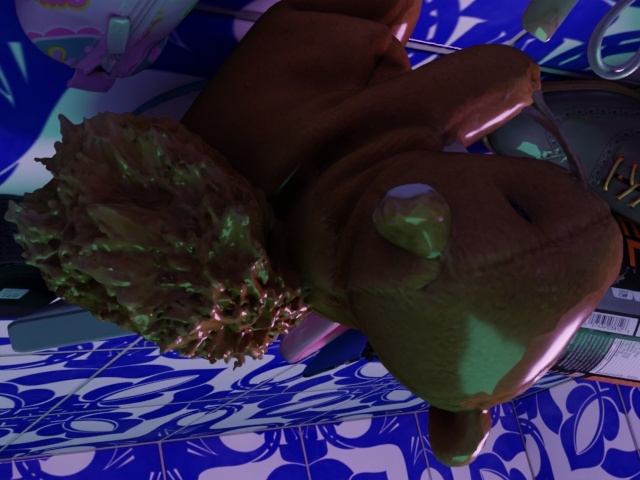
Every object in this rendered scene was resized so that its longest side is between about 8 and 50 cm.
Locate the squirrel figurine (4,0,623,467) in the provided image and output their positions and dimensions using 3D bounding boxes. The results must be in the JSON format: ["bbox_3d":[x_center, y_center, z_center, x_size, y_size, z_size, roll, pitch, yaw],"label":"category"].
[{"bbox_3d":[0.000,0.000,0.652,0.396,0.370,0.281,-14,120,-10],"label":"squirrel figurine"}]

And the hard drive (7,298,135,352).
[{"bbox_3d":[-0.217,0.066,1.142,0.203,0.040,0.307,-11,-174,13],"label":"hard drive"}]

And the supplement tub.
[{"bbox_3d":[0.330,0.063,1.091,0.337,0.207,0.207,10,155,-14],"label":"supplement tub"}]

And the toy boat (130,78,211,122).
[{"bbox_3d":[-0.107,-0.058,0.948,0.267,0.148,0.318,-11,149,-17],"label":"toy boat"}]

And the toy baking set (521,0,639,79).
[{"bbox_3d":[0.292,-0.219,0.714,0.256,0.030,0.197,2,115,-3],"label":"toy baking set"}]

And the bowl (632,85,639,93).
[{"bbox_3d":[0.479,-0.092,1.183,0.289,0.156,0.289,-11,161,-4],"label":"bowl"}]

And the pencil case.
[{"bbox_3d":[-0.089,-0.206,0.559,0.124,0.124,0.284,4,154,-39],"label":"pencil case"}]

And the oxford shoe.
[{"bbox_3d":[0.354,-0.082,1.015,0.363,0.133,0.130,14,119,-3],"label":"oxford shoe"}]

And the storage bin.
[{"bbox_3d":[-0.364,0.024,1.083,0.122,0.084,0.180,6,153,-43],"label":"storage bin"}]

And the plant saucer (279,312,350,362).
[{"bbox_3d":[0.071,0.047,1.285,0.332,0.084,0.332,-33,172,-5],"label":"plant saucer"}]

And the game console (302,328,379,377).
[{"bbox_3d":[0.160,0.155,1.470,0.293,0.250,0.173,-44,161,-43],"label":"game console"}]
